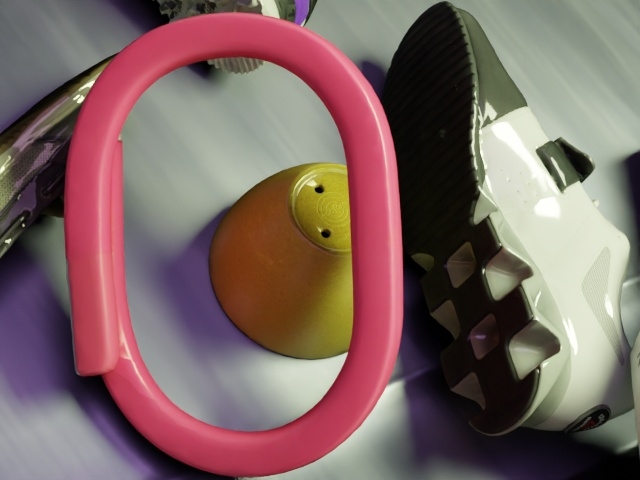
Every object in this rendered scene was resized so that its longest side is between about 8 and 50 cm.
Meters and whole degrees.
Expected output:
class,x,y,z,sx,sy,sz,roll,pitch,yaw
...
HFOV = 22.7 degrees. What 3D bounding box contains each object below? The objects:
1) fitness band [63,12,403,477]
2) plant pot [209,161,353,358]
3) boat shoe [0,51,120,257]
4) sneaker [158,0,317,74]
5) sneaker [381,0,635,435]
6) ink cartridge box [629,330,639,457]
class,x,y,z,sx,sy,sz,roll,pitch,yaw
fitness band,-0.053,0.004,1.001,0.209,0.054,0.290,-2,92,8
plant pot,0.000,0.000,1.074,0.134,0.095,0.134,7,62,-13
boat shoe,-0.187,-0.044,1.060,0.223,0.080,0.073,-45,105,-32
sneaker,-0.093,-0.273,1.158,0.146,0.102,0.293,-42,107,-43
sneaker,0.138,-0.015,1.124,0.146,0.122,0.330,5,60,-34
ink cartridge box,0.277,0.134,0.962,0.165,0.065,0.332,20,36,-6
